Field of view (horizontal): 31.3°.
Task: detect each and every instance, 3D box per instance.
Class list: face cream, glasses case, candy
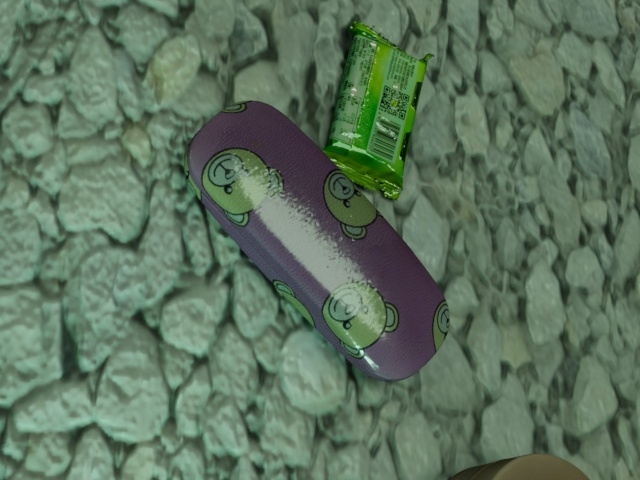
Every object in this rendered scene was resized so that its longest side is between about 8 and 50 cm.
[{"bbox_3d":[0.188,0.283,1.088,0.149,0.104,0.149,8,70,-22],"label":"face cream"},{"bbox_3d":[0.000,0.000,1.110,0.316,0.076,0.123,47,60,-4],"label":"glasses case"},{"bbox_3d":[0.057,-0.139,1.210,0.102,0.032,0.178,20,67,-14],"label":"candy"}]
